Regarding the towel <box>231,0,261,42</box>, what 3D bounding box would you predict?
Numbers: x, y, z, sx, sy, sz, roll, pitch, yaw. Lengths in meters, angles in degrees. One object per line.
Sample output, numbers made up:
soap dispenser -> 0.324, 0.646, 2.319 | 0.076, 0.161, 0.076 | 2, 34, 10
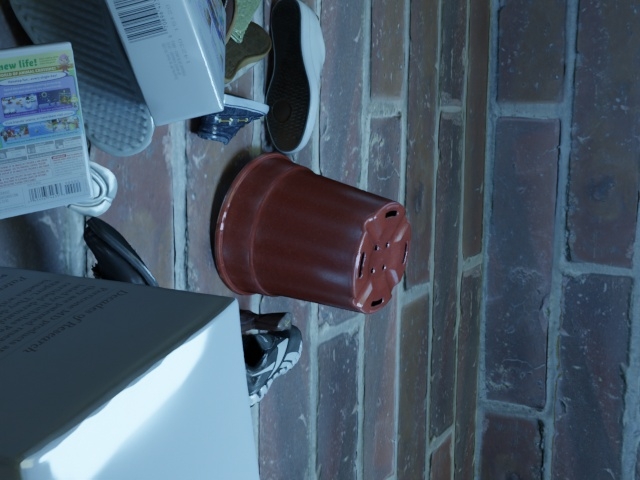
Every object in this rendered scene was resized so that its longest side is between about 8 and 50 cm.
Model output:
towel -> -0.150, -0.415, 1.568 | 0.110, 0.027, 0.148 | 40, 56, -32

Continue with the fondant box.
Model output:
fondant box -> -0.203, -0.335, 1.231 | 0.330, 0.096, 0.238 | -95, 171, -54

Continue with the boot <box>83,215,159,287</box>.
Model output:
boot -> -0.309, 0.121, 1.210 | 0.229, 0.091, 0.263 | -33, 126, -12

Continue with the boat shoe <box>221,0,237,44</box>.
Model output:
boat shoe -> -0.194, -0.313, 1.460 | 0.073, 0.073, 0.207 | 37, 68, -56

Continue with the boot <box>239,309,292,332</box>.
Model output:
boot -> -0.115, 0.155, 1.668 | 0.106, 0.114, 0.037 | -47, 135, -52

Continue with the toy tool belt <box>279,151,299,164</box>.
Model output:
toy tool belt -> -0.072, -0.148, 1.795 | 0.052, 0.051, 0.083 | -42, 146, -75

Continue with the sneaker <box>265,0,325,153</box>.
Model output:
sneaker -> -0.030, -0.306, 1.772 | 0.123, 0.106, 0.290 | 3, 90, -61

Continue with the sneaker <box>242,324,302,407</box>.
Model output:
sneaker -> -0.102, 0.208, 1.747 | 0.234, 0.078, 0.106 | -46, 136, -50

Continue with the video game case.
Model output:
video game case -> -0.378, -0.120, 1.076 | 0.212, 0.023, 0.193 | -15, 111, -29

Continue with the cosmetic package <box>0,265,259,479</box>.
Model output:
cosmetic package -> -0.313, 0.245, 0.966 | 0.327, 0.393, 0.329 | -39, 129, -56

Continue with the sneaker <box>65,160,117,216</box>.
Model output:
sneaker -> -0.366, -0.108, 1.159 | 0.235, 0.095, 0.090 | 41, 82, -37

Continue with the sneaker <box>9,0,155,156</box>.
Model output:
sneaker -> -0.312, -0.295, 1.223 | 0.150, 0.135, 0.366 | -99, 176, -66

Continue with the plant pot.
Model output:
plant pot -> 0.000, 0.000, 1.657 | 0.272, 0.265, 0.272 | -33, 130, -49

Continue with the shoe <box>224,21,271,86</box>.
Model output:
shoe -> -0.151, -0.316, 1.595 | 0.076, 0.058, 0.219 | 50, 36, -11

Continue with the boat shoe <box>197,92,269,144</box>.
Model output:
boat shoe -> -0.154, -0.208, 1.601 | 0.183, 0.065, 0.083 | -5, 112, -65
